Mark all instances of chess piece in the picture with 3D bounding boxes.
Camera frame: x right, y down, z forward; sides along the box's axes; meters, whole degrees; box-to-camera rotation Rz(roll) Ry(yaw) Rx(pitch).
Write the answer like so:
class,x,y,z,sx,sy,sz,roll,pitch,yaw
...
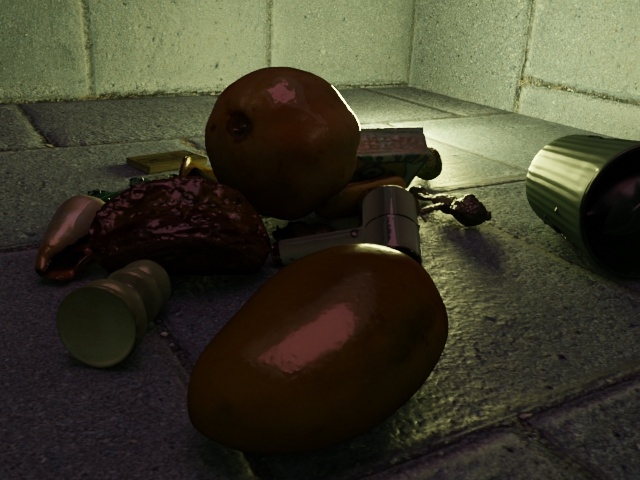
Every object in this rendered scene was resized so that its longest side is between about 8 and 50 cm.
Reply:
class,x,y,z,sx,sy,sz,roll,pitch,yaw
chess piece,-0.350,0.113,1.206,0.144,0.144,0.251,5,15,6

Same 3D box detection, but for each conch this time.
class,x,y,z,sx,sy,sz,roll,pitch,yaw
conch,-0.552,0.008,1.495,0.158,0.127,0.255,34,45,-6

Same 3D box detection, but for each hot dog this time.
class,x,y,z,sx,sy,sz,roll,pitch,yaw
hot dog,-0.296,-0.022,1.442,0.388,0.174,0.267,0,31,-22

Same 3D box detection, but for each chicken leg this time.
class,x,y,z,sx,sy,sz,roll,pitch,yaw
chicken leg,0.000,0.000,1.633,0.253,0.051,0.106,14,30,26

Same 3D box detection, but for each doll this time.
class,x,y,z,sx,sy,sz,roll,pitch,yaw
doll,0.370,-0.108,1.924,0.203,0.091,0.286,13,10,-6

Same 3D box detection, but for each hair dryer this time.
class,x,y,z,sx,sy,sz,roll,pitch,yaw
hair dryer,0.042,0.005,1.511,0.362,0.128,0.203,-9,46,11

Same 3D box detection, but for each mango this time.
class,x,y,z,sx,sy,sz,roll,pitch,yaw
mango,0.004,0.156,0.997,0.300,0.232,0.446,25,36,36

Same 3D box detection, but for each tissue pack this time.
class,x,y,z,sx,sy,sz,roll,pitch,yaw
tissue pack,0.147,-0.243,2.030,0.311,0.128,0.228,-5,-22,-16

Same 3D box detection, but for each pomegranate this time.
class,x,y,z,sx,sy,sz,roll,pitch,yaw
pomegranate,-0.094,-0.248,1.711,0.412,0.411,0.411,2,21,-1

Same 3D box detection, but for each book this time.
class,x,y,z,sx,sy,sz,roll,pitch,yaw
book,-0.530,-0.276,2.311,0.231,0.026,0.161,-16,28,-41

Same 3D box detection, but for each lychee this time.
class,x,y,z,sx,sy,sz,roll,pitch,yaw
lychee,0.357,-0.262,2.259,0.114,0.114,0.146,-6,42,-21

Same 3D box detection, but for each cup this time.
class,x,y,z,sx,sy,sz,roll,pitch,yaw
cup,0.733,-0.075,1.666,0.310,0.401,0.392,-32,18,3

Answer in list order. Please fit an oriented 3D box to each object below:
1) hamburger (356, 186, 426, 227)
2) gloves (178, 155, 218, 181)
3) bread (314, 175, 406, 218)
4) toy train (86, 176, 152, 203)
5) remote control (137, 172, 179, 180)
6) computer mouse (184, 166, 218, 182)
class,x,y,z,sx,sy,sz,roll,pitch,yaw
hamburger,0.189,-0.076,1.761,0.186,0.113,0.177,8,21,15
gloves,-0.265,-0.172,1.992,0.294,0.116,0.133,9,29,-1
bread,0.112,-0.122,1.894,0.305,0.091,0.142,-15,17,-39
toy train,-0.494,-0.094,1.728,0.269,0.115,0.154,-14,21,-39
remote control,-0.498,-0.186,2.083,0.065,0.029,0.166,16,20,34
computer mouse,-0.279,-0.086,1.708,0.170,0.100,0.269,39,6,-22
